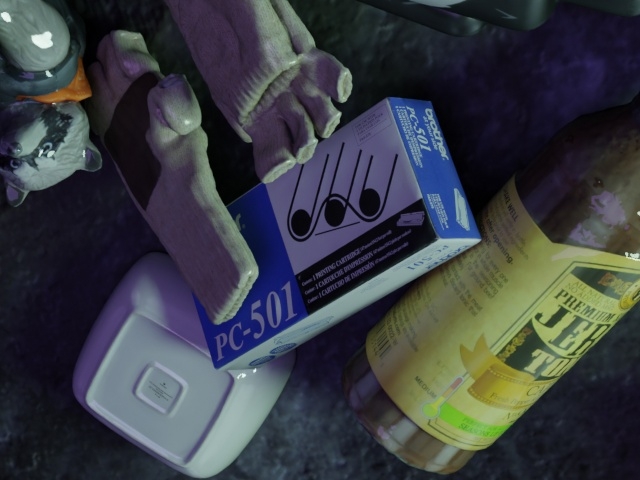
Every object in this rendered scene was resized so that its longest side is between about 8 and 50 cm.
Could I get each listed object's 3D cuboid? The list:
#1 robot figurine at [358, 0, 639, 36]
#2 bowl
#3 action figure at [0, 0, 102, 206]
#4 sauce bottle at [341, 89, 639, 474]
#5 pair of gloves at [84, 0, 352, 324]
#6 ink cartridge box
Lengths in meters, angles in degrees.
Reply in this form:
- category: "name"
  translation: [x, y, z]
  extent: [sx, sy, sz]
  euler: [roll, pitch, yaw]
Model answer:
- category: "robot figurine"
  translation: [0.065, -0.215, 0.883]
  extent: [0.278, 0.173, 0.209]
  euler: [19, 107, 10]
- category: "bowl"
  translation: [-0.104, 0.095, 1.126]
  extent: [0.142, 0.053, 0.142]
  euler: [34, 116, 5]
- category: "action figure"
  translation: [-0.213, -0.173, 0.968]
  extent: [0.179, 0.341, 0.330]
  euler: [-25, 114, -17]
- category: "sauce bottle"
  translation: [0.151, 0.002, 0.975]
  extent: [0.111, 0.111, 0.344]
  euler: [40, 118, 0]
- category: "pair of gloves"
  translation: [-0.073, -0.086, 0.992]
  extent: [0.204, 0.042, 0.240]
  euler: [54, 142, 25]
- category: "ink cartridge box"
  translation: [0.000, 0.000, 1.015]
  extent: [0.207, 0.046, 0.097]
  euler: [-32, 69, 38]
